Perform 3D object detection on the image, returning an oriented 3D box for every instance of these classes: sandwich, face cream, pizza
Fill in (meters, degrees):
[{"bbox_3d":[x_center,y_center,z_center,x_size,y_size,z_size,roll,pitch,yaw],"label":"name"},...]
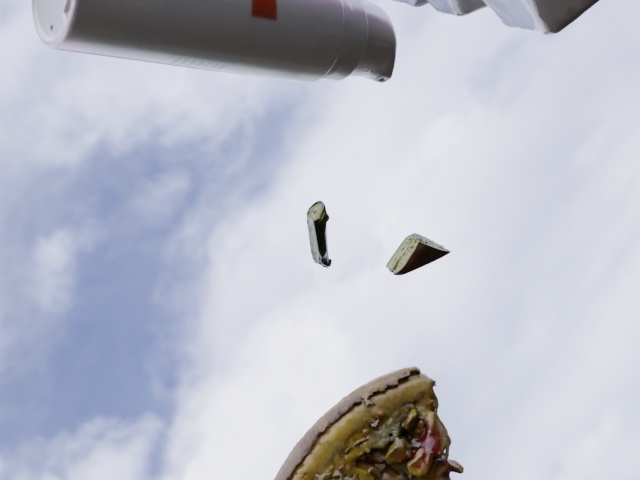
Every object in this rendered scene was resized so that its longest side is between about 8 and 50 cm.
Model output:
[{"bbox_3d":[0.123,0.013,1.213,0.083,0.031,0.044,-24,-49,-11],"label":"sandwich"},{"bbox_3d":[-0.075,-0.199,0.850,0.345,0.102,0.102,-1,-61,-39],"label":"face cream"},{"bbox_3d":[0.065,0.318,1.152,0.251,0.288,0.074,-17,-17,-11],"label":"pizza"}]

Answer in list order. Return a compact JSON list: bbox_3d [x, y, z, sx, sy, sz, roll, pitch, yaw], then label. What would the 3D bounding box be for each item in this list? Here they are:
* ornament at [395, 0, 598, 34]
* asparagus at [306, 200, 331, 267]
[{"bbox_3d":[0.086,-0.269,0.433,0.239,0.240,0.240,-39,-66,-1],"label":"ornament"},{"bbox_3d":[0.000,-0.001,1.087,0.021,0.025,0.108,-28,-40,-20],"label":"asparagus"}]
